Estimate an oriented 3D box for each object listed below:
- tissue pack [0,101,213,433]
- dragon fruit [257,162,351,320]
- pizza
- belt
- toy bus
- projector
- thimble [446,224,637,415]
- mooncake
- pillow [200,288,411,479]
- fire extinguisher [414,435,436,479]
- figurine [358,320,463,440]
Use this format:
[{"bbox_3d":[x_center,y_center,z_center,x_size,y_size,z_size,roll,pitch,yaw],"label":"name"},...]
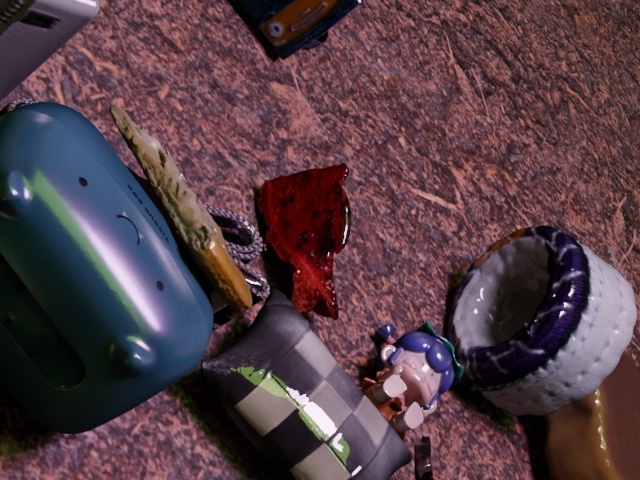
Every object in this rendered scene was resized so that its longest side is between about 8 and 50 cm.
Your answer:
[{"bbox_3d":[-0.238,0.029,1.476,0.287,0.198,0.206,57,16,-9],"label":"tissue pack"},{"bbox_3d":[0.007,0.009,1.910,0.092,0.122,0.192,41,32,-50],"label":"dragon fruit"},{"bbox_3d":[-0.132,-0.033,1.601,0.262,0.034,0.181,57,-1,27],"label":"pizza"},{"bbox_3d":[-0.202,-0.025,1.679,0.359,0.094,0.126,35,36,-34],"label":"belt"},{"bbox_3d":[0.005,-0.389,2.174,0.194,0.162,0.323,52,32,-10],"label":"toy bus"},{"bbox_3d":[-0.328,-0.292,1.637,0.099,0.192,0.256,12,55,-42],"label":"projector"},{"bbox_3d":[0.276,0.107,2.092,0.150,0.237,0.237,35,40,-27],"label":"thimble"},{"bbox_3d":[0.376,0.261,2.183,0.235,0.117,0.234,37,43,-44],"label":"mooncake"},{"bbox_3d":[-0.015,0.186,1.746,0.250,0.106,0.186,52,34,-3],"label":"pillow"},{"bbox_3d":[0.145,0.347,1.828,0.075,0.106,0.252,1,62,-29],"label":"fire extinguisher"},{"bbox_3d":[0.094,0.163,1.917,0.111,0.102,0.195,60,36,-4],"label":"figurine"}]
